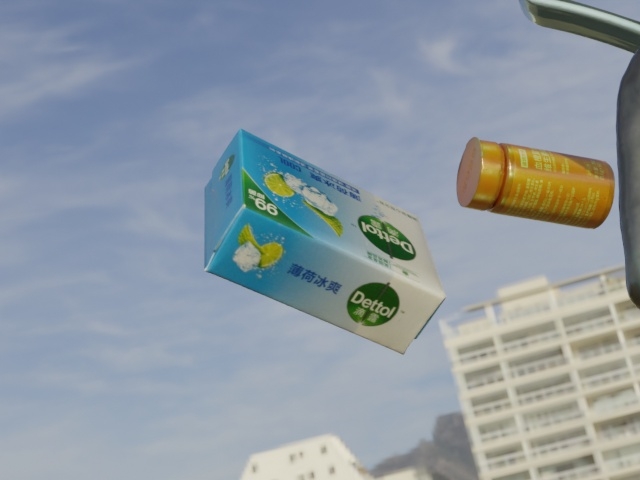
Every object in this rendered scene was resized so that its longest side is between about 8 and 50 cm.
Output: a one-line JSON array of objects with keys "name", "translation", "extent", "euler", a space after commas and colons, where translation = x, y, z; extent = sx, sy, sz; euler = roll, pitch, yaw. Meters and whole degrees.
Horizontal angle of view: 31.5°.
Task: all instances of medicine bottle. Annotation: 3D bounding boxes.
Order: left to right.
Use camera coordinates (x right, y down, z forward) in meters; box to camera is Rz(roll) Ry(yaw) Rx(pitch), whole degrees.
[{"name": "medicine bottle", "translation": [0.286, -0.075, 1.510], "extent": [0.191, 0.096, 0.096], "euler": [10, -23, -12]}]

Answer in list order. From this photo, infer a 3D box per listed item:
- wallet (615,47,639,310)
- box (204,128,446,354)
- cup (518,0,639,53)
[{"name": "wallet", "translation": [0.212, 0.098, 0.472], "extent": [0.062, 0.228, 0.406], "euler": [-16, -27, 24]}, {"name": "box", "translation": [-0.001, 0.000, 0.975], "extent": [0.194, 0.139, 0.073], "euler": [25, -64, -20]}, {"name": "cup", "translation": [0.401, -0.411, 1.361], "extent": [0.331, 0.311, 0.257], "euler": [-48, -30, -38]}]
